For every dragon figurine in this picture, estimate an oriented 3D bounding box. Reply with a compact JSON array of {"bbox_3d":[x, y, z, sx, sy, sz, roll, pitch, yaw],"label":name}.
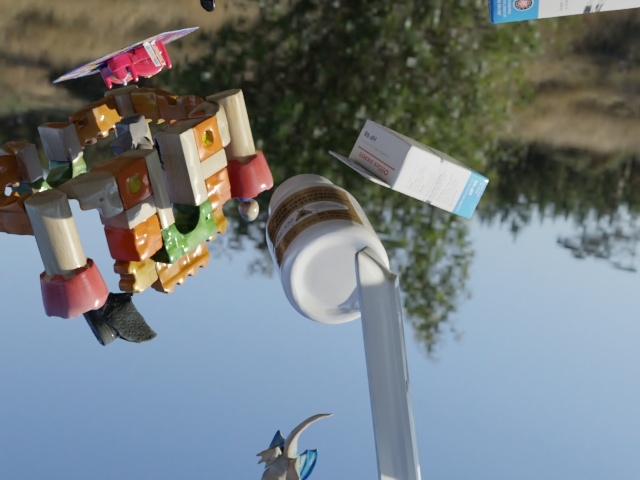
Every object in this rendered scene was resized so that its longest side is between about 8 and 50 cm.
[{"bbox_3d":[-0.059,0.377,2.087,0.085,0.289,0.144,26,-163,9],"label":"dragon figurine"}]

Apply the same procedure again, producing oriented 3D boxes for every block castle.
[{"bbox_3d":[-0.301,-0.050,1.781,0.303,0.213,0.453,6,-151,35],"label":"block castle"}]

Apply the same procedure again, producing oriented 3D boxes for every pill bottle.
[{"bbox_3d":[0.000,0.000,1.574,0.131,0.131,0.229,8,-160,-14],"label":"pill bottle"}]

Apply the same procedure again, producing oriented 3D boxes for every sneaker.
[{"bbox_3d":[-0.343,0.103,2.033,0.089,0.170,0.051,-30,179,-20],"label":"sneaker"}]

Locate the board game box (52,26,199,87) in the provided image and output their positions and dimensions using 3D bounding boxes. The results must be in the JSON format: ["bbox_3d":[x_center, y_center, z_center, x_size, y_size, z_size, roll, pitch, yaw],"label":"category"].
[{"bbox_3d":[-0.195,-0.179,1.296,0.133,0.033,0.168,-20,-173,17],"label":"board game box"}]

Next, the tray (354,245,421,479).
[{"bbox_3d":[0.060,0.140,1.023,0.030,0.270,0.145,-6,-178,5],"label":"tray"}]

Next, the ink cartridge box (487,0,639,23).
[{"bbox_3d":[0.251,-0.281,1.140,0.203,0.086,0.148,-6,155,5],"label":"ink cartridge box"}]

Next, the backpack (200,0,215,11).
[{"bbox_3d":[-0.038,-0.450,1.610,0.213,0.277,0.263,2,171,-27],"label":"backpack"}]

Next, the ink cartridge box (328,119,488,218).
[{"bbox_3d":[0.111,-0.094,1.573,0.180,0.060,0.104,19,-168,-39],"label":"ink cartridge box"}]
